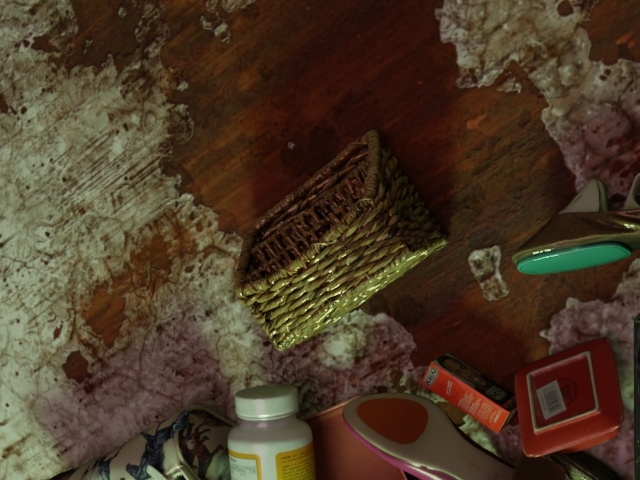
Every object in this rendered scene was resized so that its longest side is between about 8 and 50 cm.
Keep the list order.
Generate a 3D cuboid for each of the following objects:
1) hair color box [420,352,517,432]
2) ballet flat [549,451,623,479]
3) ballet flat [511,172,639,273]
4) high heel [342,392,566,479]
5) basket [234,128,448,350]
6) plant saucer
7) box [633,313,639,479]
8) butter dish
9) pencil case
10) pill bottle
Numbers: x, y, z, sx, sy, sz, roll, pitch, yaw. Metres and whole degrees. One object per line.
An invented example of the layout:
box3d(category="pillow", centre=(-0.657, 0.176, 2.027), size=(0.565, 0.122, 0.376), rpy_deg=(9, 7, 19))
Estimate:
box3d(category="hair color box", centre=(0.231, 0.231, 1.868), size=(0.141, 0.072, 0.043), rpy_deg=(31, 110, 19))
box3d(category="ballet flat", centre=(0.433, 0.382, 1.787), size=(0.250, 0.084, 0.058), rpy_deg=(34, 107, 12))
box3d(category="ballet flat", centre=(0.436, -0.032, 1.719), size=(0.343, 0.116, 0.124), rpy_deg=(-9, 73, 27))
box3d(category="high heel", centre=(0.202, 0.362, 1.873), size=(0.377, 0.127, 0.181), rpy_deg=(22, 142, 30))
box3d(category="basket", centre=(0.000, 0.000, 1.872), size=(0.299, 0.213, 0.223), rpy_deg=(-36, 81, 26))
box3d(category="plant saucer", centre=(0.033, 0.406, 2.005), size=(0.259, 0.048, 0.258), rpy_deg=(-27, 85, 26))
box3d(category="box", centre=(0.598, 0.235, 1.684), size=(0.322, 0.079, 0.257), rpy_deg=(2, 100, 26))
box3d(category="butter dish", centre=(0.377, 0.246, 1.780), size=(0.160, 0.118, 0.160), rpy_deg=(-24, 44, 25))
box3d(category="pencil case", centre=(-0.329, 0.427, 2.114), size=(0.410, 0.183, 0.159), rpy_deg=(-30, 84, 27))
box3d(category="pill bottle", centre=(-0.076, 0.360, 1.950), size=(0.136, 0.136, 0.245), rpy_deg=(-2, 96, 27))
